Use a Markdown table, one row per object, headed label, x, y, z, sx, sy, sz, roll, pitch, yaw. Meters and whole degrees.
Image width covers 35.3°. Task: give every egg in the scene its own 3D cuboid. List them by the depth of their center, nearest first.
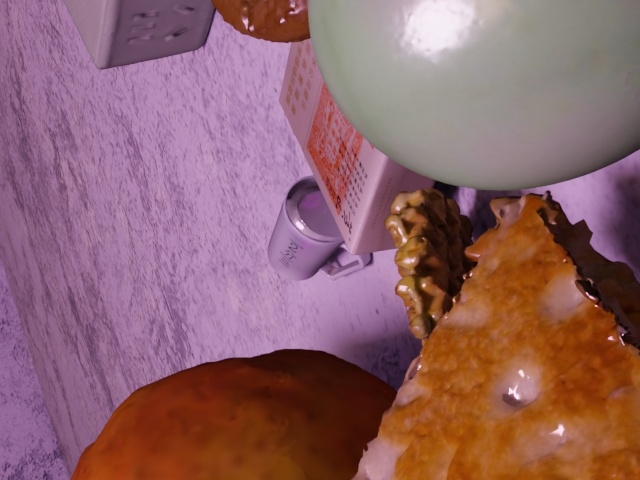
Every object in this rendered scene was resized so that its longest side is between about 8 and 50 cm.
| label | x | y | z | sx | sy | sz | roll | pitch | yaw |
| --- | --- | --- | --- | --- | --- | --- | --- | --- | --- |
| egg | 0.112 | -0.140 | 0.556 | 0.270 | 0.221 | 0.220 | -26 | 83 | 59 |

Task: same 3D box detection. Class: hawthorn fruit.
| label | x | y | z | sx | sy | sz | roll | pitch | yaw |
| --- | --- | --- | --- | --- | --- | --- | --- | --- | --- |
| hawthorn fruit | -0.027 | 0.312 | 0.890 | 0.472 | 0.472 | 0.471 | 38 | 137 | 46 |

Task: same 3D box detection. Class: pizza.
| label | x | y | z | sx | sy | sz | roll | pitch | yaw |
| --- | --- | --- | --- | --- | --- | --- | --- | --- | --- |
| pizza | 0.140 | 0.148 | 0.556 | 0.440 | 0.130 | 0.405 | -20 | 48 | 44 |

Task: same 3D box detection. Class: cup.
| label | x | y | z | sx | sy | sz | roll | pitch | yaw |
| --- | --- | --- | --- | --- | --- | --- | --- | --- | --- |
| cup | 0.000 | 0.000 | 1.012 | 0.104 | 0.074 | 0.116 | 36 | 149 | 4 |

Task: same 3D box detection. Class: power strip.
| label | x | y | z | sx | sy | sz | roll | pitch | yaw |
| --- | --- | --- | --- | --- | --- | --- | --- | --- | --- |
| power strip | -0.224 | -0.327 | 1.131 | 0.224 | 0.140 | 0.139 | 60 | 151 | 19 |

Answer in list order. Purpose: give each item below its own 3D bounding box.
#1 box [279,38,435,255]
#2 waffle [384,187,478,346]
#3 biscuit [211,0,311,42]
| label | x | y | z | sx | sy | sz | roll | pitch | yaw |
| --- | --- | --- | --- | --- | --- | --- | --- | --- | --- |
| box | 0.031 | -0.107 | 0.856 | 0.141 | 0.058 | 0.201 | 108 | 146 | -48 |
| waffle | 0.102 | 0.045 | 0.767 | 0.038 | 0.191 | 0.191 | -19 | 89 | 21 |
| biscuit | -0.035 | -0.303 | 0.813 | 0.296 | 0.075 | 0.295 | 3 | 94 | 57 |
